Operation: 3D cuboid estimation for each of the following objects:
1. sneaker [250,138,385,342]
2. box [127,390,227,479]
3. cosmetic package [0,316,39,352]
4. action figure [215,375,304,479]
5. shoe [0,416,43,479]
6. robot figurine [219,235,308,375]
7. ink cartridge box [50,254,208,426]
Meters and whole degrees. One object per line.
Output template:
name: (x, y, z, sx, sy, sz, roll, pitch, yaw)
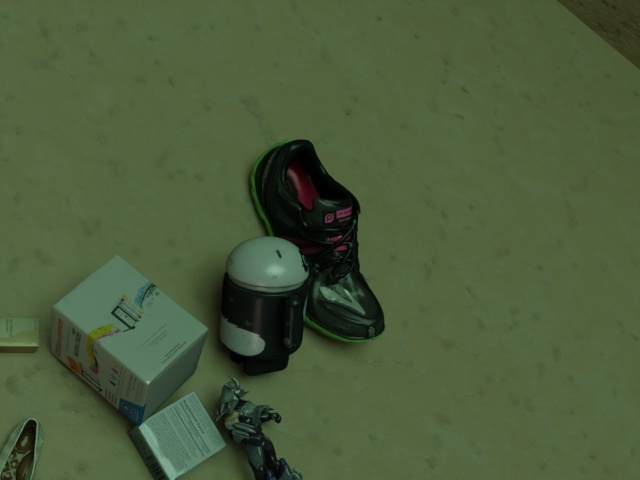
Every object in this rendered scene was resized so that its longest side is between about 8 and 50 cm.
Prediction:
sneaker: (0.000, 0.000, 2.139, 0.185, 0.202, 0.483, -22, 80, -34)
box: (-0.273, 0.377, 1.899, 0.137, 0.072, 0.126, -28, 83, -34)
cosmetic package: (-0.581, 0.174, 1.838, 0.115, 0.041, 0.060, 2, 67, -28)
action figure: (-0.122, 0.392, 1.943, 0.285, 0.099, 0.185, 66, 21, -2)
shoe: (-0.543, 0.410, 1.743, 0.076, 0.058, 0.219, 25, 59, -18)
robot figurine: (-0.110, 0.128, 1.997, 0.209, 0.278, 0.173, 12, 21, 17)
ink cartridge box: (-0.358, 0.184, 1.843, 0.233, 0.171, 0.168, 37, 52, 12)
